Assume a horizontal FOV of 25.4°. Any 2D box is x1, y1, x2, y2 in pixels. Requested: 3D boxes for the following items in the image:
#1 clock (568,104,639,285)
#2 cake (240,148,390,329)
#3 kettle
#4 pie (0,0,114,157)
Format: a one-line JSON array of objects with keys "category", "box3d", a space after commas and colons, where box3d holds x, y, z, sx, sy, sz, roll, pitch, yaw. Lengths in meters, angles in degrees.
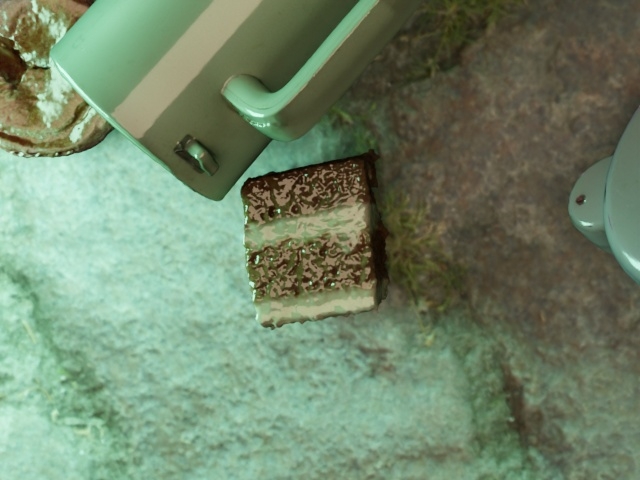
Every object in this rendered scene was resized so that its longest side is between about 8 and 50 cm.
[{"category": "clock", "box3d": [0.385, -0.064, 1.190, 0.322, 0.295, 0.113, -45, 133, 10]}, {"category": "cake", "box3d": [0.000, 0.000, 1.332, 0.135, 0.135, 0.147, -13, 93, 9]}, {"category": "kettle", "box3d": [-0.060, -0.209, 1.245, 0.205, 0.265, 0.318, 43, 95, -10]}, {"category": "pie", "box3d": [-0.273, -0.168, 1.400, 0.183, 0.049, 0.182, 1, 96, 5]}]
